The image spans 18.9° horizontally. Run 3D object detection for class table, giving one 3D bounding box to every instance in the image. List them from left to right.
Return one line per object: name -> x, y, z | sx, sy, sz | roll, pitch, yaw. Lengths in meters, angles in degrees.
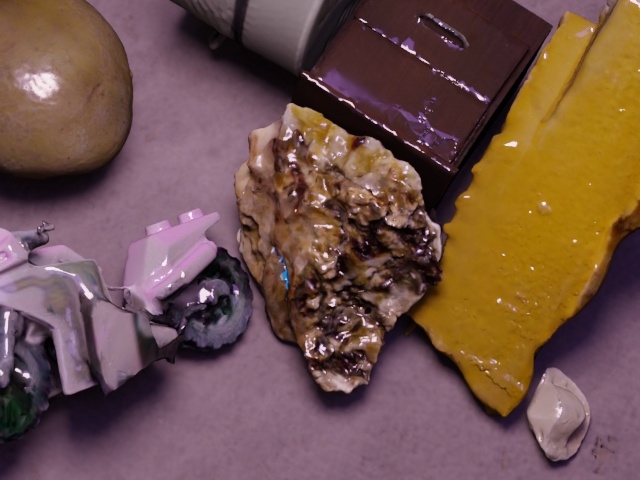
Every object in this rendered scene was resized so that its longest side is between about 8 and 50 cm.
table -> 0.089, -0.149, 1.825 | 0.169, 0.172, 0.193 | 34, 68, 4

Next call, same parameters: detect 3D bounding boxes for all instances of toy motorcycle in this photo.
toy motorcycle -> -0.207, 0.047, 1.703 | 0.327, 0.143, 0.188 | -23, 94, -36

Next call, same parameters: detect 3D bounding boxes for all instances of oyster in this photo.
oyster -> 0.000, 0.000, 1.755 | 0.223, 0.083, 0.214 | 35, 109, 13

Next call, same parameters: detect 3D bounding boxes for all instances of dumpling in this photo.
dumpling -> 0.223, 0.164, 1.804 | 0.052, 0.057, 0.076 | -38, 49, 16

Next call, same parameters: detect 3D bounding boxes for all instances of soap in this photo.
soap -> 0.216, -0.041, 1.736 | 0.169, 0.304, 0.339 | 28, 68, 6

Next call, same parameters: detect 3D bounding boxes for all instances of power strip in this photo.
power strip -> 0.000, -0.321, 1.799 | 0.161, 0.357, 0.357 | 32, 68, 5

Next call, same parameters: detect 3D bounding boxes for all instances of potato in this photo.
potato -> -0.274, -0.154, 1.782 | 0.235, 0.160, 0.178 | 36, 29, 20
